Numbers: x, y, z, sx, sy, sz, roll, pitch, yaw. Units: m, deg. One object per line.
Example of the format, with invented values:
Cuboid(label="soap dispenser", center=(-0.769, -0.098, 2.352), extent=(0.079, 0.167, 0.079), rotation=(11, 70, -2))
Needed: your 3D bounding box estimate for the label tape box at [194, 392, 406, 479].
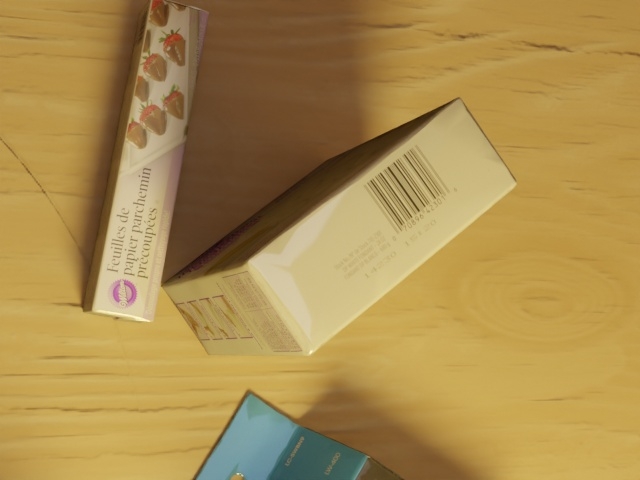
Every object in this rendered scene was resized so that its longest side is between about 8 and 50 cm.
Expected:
Cuboid(label="label tape box", center=(0.013, 0.345, 1.139), extent=(0.333, 0.106, 0.241), rotation=(36, 74, -14))

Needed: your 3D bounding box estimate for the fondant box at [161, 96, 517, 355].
Cuboid(label="fondant box", center=(0.000, 0.000, 1.046), extent=(0.238, 0.330, 0.096), rotation=(-38, 96, -19))

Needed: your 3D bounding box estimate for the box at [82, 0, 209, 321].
Cuboid(label="box", center=(-0.176, -0.080, 1.132), extent=(0.063, 0.067, 0.324), rotation=(12, 80, -19))
